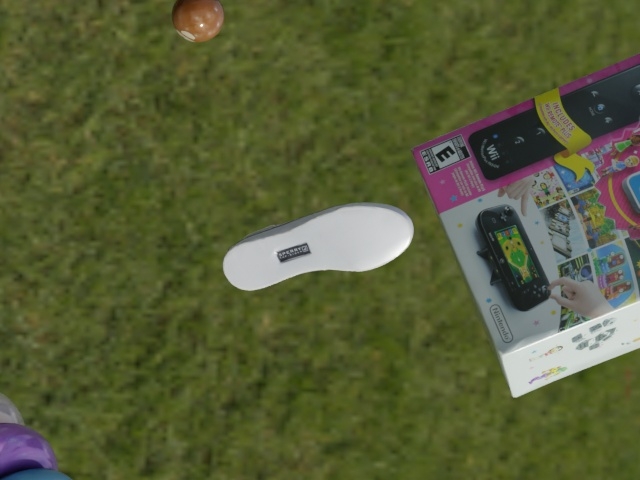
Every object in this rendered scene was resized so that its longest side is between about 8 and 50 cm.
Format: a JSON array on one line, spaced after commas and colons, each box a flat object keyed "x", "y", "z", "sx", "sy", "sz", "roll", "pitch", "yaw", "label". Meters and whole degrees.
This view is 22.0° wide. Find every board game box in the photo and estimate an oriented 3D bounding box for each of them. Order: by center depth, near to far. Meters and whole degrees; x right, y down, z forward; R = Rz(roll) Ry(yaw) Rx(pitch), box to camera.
[{"x": 0.257, "y": -0.031, "z": 1.374, "sx": 0.097, "sy": 0.303, "sz": 0.224, "roll": 65, "pitch": 4, "yaw": -58, "label": "board game box"}]

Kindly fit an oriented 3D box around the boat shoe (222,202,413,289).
[{"x": 0.000, "y": 0.000, "z": 0.842, "sx": 0.035, "sy": 0.100, "sz": 0.035, "roll": -65, "pitch": 136, "yaw": -68, "label": "boat shoe"}]

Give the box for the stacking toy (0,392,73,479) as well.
[{"x": -0.134, "y": 0.231, "z": 0.942, "sx": 0.141, "sy": 0.330, "sz": 0.141, "roll": -39, "pitch": 152, "yaw": -26, "label": "stacking toy"}]

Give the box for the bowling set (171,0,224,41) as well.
[{"x": -0.171, "y": -0.284, "z": 1.605, "sx": 0.287, "sy": 0.154, "sz": 0.199, "roll": -129, "pitch": -146, "yaw": -69, "label": "bowling set"}]
